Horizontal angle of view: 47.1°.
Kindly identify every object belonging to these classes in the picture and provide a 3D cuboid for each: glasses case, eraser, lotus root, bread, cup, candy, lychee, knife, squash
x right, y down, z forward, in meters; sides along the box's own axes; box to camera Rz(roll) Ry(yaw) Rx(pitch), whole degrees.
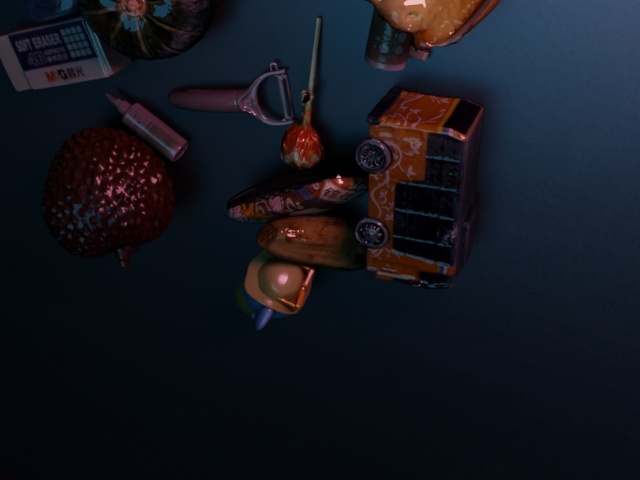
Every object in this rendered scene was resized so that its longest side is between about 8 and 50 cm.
[{"bbox_3d":[-0.048,-0.086,1.414,0.321,0.122,0.082,-13,80,40],"label":"glasses case"},{"bbox_3d":[-0.529,-0.388,1.502,0.279,0.081,0.124,-1,121,28],"label":"eraser"},{"bbox_3d":[0.000,0.000,1.427,0.259,0.097,0.110,11,131,-33],"label":"lotus root"},{"bbox_3d":[0.196,-0.401,1.076,0.174,0.133,0.251,40,109,10],"label":"bread"},{"bbox_3d":[0.128,-0.333,1.195,0.102,0.074,0.099,21,129,14],"label":"cup"},{"bbox_3d":[-0.018,-0.260,1.338,0.084,0.078,0.287,8,118,-4],"label":"candy"},{"bbox_3d":[-0.445,-0.090,1.550,0.276,0.276,0.304,-7,102,31],"label":"lychee"},{"bbox_3d":[-0.189,-0.280,1.418,0.278,0.053,0.123,5,118,24],"label":"knife"},{"bbox_3d":[-0.306,-0.443,1.290,0.252,0.165,0.252,6,126,8],"label":"squash"}]

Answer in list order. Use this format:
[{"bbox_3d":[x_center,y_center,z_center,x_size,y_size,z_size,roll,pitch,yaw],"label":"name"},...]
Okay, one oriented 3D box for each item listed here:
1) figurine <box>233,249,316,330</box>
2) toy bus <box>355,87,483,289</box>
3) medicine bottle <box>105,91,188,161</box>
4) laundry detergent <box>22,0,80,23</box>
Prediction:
[{"bbox_3d":[-0.096,0.090,1.535,0.153,0.180,0.262,55,171,-7],"label":"figurine"},{"bbox_3d":[0.174,-0.084,1.288,0.194,0.162,0.323,10,124,19],"label":"toy bus"},{"bbox_3d":[-0.369,-0.245,1.531,0.199,0.057,0.057,39,131,-1],"label":"medicine bottle"},{"bbox_3d":[-0.544,-0.565,1.380,0.143,0.094,0.289,-3,120,34],"label":"laundry detergent"}]
